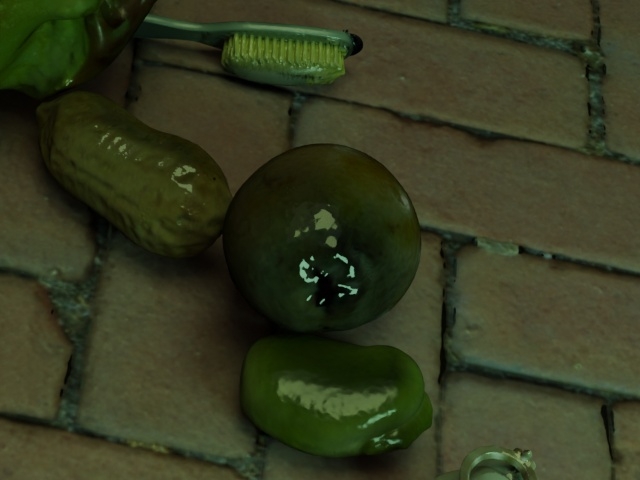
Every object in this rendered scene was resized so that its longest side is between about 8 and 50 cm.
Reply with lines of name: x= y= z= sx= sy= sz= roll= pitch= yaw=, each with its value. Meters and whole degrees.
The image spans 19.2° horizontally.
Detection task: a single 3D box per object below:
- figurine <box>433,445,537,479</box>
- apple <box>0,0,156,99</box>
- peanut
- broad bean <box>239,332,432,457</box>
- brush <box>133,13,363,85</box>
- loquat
figurine: x=0.134 y=0.239 z=1.592 sx=0.132 sy=0.153 sz=0.132 roll=8 pitch=47 yaw=-9
apple: x=-0.319 y=-0.299 z=1.829 sx=0.374 sy=0.374 sz=0.384 roll=18 pitch=75 yaw=0
peanut: x=-0.182 y=-0.068 z=1.816 sx=0.236 sy=0.110 sz=0.120 roll=34 pitch=52 yaw=27
broad bean: x=0.014 y=0.143 z=1.703 sx=0.175 sy=0.082 sz=0.124 roll=1 pitch=46 yaw=-2
brush: x=-0.103 y=-0.200 z=1.995 sx=0.297 sy=0.068 sz=0.060 roll=6 pitch=69 yaw=-6
loquat: x=0.000 y=0.000 z=1.744 sx=0.179 sy=0.179 sz=0.227 roll=33 pitch=19 yaw=14
